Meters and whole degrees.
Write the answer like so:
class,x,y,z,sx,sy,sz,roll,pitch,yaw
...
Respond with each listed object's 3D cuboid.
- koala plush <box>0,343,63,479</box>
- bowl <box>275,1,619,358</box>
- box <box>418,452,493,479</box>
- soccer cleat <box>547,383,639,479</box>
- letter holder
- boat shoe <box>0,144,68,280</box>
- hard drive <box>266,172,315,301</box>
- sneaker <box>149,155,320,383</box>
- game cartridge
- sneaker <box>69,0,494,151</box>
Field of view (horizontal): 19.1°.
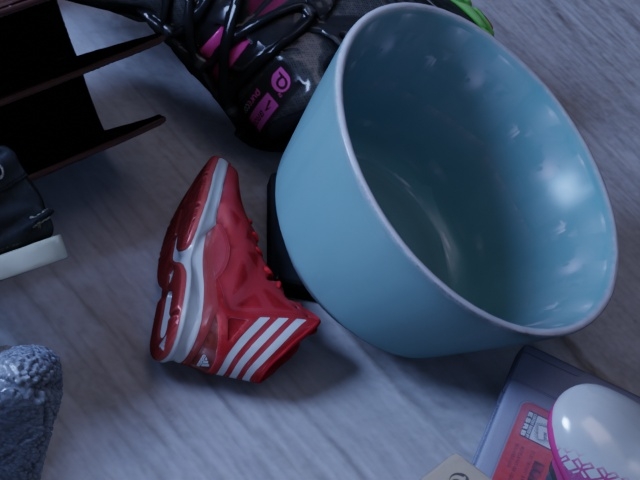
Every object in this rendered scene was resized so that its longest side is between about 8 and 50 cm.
class,x,y,z,sx,sy,sz,roll,pitch,yaw
koala plush,-0.288,0.128,1.338,0.196,0.203,0.221,2,24,-13
bowl,0.083,-0.026,1.586,0.311,0.163,0.312,27,46,-31
box,0.021,0.294,1.246,0.121,0.148,0.311,37,51,27
soccer cleat,0.306,0.222,1.394,0.331,0.143,0.116,50,43,-10
letter holder,-0.257,-0.115,1.515,0.302,0.214,0.152,-27,103,-40
boat shoe,-0.329,-0.003,1.326,0.340,0.127,0.113,-15,91,-40
hard drive,0.000,0.000,1.672,0.094,0.022,0.135,11,43,-12
sneaker,-0.065,0.034,1.586,0.128,0.087,0.221,24,47,-16
game cartridge,0.208,0.220,1.509,0.196,0.060,0.294,28,42,1
sneaker,-0.051,-0.198,1.716,0.482,0.185,0.202,20,45,-12
